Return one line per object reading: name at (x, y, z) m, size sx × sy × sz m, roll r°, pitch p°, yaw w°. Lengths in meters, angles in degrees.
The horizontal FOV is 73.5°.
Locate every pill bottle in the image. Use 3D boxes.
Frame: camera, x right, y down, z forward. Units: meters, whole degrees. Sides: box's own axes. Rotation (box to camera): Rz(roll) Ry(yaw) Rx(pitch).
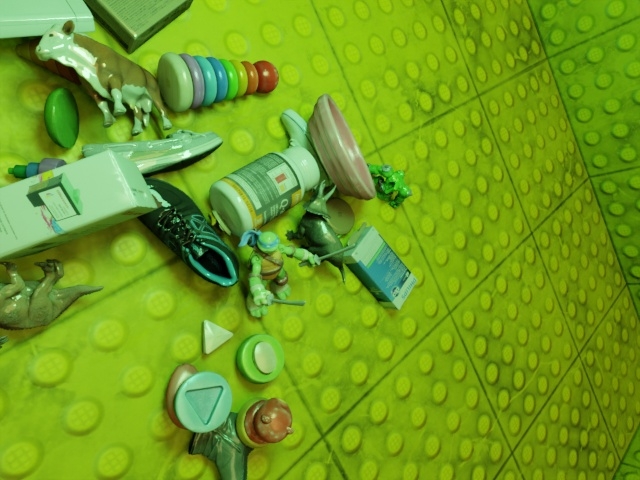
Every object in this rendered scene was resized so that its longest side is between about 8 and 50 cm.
pill bottle at (-0.144, -0.141, 1.154) m, size 0.278 × 0.162 × 0.162 m, roll -36°, pitch 104°, yaw -30°

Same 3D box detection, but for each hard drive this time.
hard drive at (-0.678, -0.482, 0.850) m, size 0.353 × 0.047 × 0.233 m, roll -23°, pitch 65°, yaw -32°

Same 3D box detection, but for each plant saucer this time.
plant saucer at (0.058, -0.261, 1.261) m, size 0.332 × 0.084 × 0.332 m, roll 57°, pitch 17°, yaw -29°

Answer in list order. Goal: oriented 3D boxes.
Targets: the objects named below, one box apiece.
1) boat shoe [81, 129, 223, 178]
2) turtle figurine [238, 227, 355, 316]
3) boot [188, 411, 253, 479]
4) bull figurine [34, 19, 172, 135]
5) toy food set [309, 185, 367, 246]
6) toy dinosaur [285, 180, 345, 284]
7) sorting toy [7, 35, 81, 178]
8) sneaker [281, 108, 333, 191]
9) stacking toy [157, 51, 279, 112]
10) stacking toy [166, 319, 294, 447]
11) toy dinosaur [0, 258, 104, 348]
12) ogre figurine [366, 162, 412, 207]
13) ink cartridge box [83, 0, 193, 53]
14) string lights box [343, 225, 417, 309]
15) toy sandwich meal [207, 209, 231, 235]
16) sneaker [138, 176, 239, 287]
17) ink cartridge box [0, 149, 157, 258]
boat shoe at (-0.392, -0.217, 1.032) m, size 0.320 × 0.118 × 0.103 m, roll -23°, pitch 97°, yaw -24°
turtle figurine at (-0.091, 0.109, 1.077) m, size 0.275 × 0.266 × 0.197 m, roll 17°, pitch 54°, yaw -2°
boot at (-0.258, 0.538, 1.062) m, size 0.161 × 0.083 × 0.246 m, roll 27°, pitch 63°, yaw -23°
bull figurine at (-0.449, -0.340, 0.932) m, size 0.310 × 0.101 × 0.188 m, roll -20°, pitch 92°, yaw -73°
toy food set at (0.050, -0.074, 1.352) m, size 0.192 × 0.038 × 0.132 m, roll 45°, pitch 57°, yaw -10°
toy dinosaur at (0.000, 0.000, 1.232) m, size 0.121 × 0.160 × 0.313 m, roll -24°, pitch 97°, yaw -32°
sorting toy at (-0.604, -0.291, 0.922) m, size 0.126 × 0.127 × 0.365 m, roll 3°, pitch 80°, yaw -9°
sneaker at (-0.053, -0.263, 1.270) m, size 0.091 × 0.094 × 0.258 m, roll -34°, pitch 97°, yaw -16°
stacking toy at (-0.251, -0.434, 1.143) m, size 0.330 × 0.141 × 0.141 m, roll -24°, pitch 98°, yaw -37°
stacking toy at (-0.193, 0.343, 1.046) m, size 0.309 × 0.130 × 0.279 m, roll 23°, pitch 61°, yaw -25°
toy dinosaur at (-0.607, 0.138, 0.852) m, size 0.296 × 0.127 × 0.200 m, roll 4°, pitch 90°, yaw -45°
ogre figurine at (0.228, -0.186, 1.426) m, size 0.097 × 0.118 × 0.197 m, roll -37°, pitch 105°, yaw -30°
ink cartridge box at (-0.455, -0.613, 1.049) m, size 0.193 × 0.088 × 0.234 m, roll 45°, pitch 64°, yaw -19°
string lights box at (0.192, 0.093, 1.396) m, size 0.259 × 0.077 × 0.133 m, roll 49°, pitch 62°, yaw -19°
toy sandwich meal at (-0.257, -0.042, 1.079) m, size 0.029 × 0.085 × 0.085 m, roll -34°, pitch 105°, yaw -4°
sneaker at (-0.315, -0.019, 1.029) m, size 0.125 × 0.140 × 0.341 m, roll -47°, pitch 109°, yaw -6°
ink cartridge box at (-0.492, -0.066, 0.839) m, size 0.278 × 0.201 × 0.117 m, roll -22°, pitch 97°, yaw -8°
